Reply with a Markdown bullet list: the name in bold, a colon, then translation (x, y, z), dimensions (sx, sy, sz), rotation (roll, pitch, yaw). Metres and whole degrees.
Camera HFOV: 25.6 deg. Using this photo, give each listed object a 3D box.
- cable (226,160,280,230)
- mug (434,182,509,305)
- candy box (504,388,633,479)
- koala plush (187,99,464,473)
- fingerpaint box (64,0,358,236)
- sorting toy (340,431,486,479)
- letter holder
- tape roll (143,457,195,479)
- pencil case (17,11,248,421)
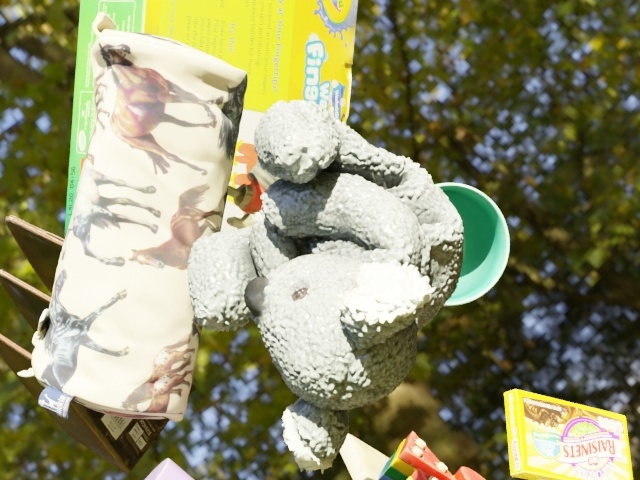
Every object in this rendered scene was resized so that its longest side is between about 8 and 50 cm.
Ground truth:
- **cable**: translation (0.000, 0.000, 1.595), dimensions (0.072, 0.139, 0.287), rotation (-46, -45, 14)
- **mug**: translation (0.113, 0.011, 1.501), dimensions (0.158, 0.129, 0.097), rotation (-25, 4, -12)
- **candy box**: translation (0.308, 0.252, 1.735), dimensions (0.206, 0.105, 0.027), rotation (16, -27, -36)
- **koala plush**: translation (0.018, 0.043, 1.034), dimensions (0.203, 0.221, 0.196), rotation (22, -62, -14)
- **fingerpaint box**: translation (-0.141, -0.212, 1.917), dimensions (0.371, 0.163, 0.444), rotation (-1, -82, -42)
- **sorting toy**: translation (0.174, 0.371, 1.926), dimensions (0.257, 0.255, 0.089), rotation (34, -78, -26)
- **letter holder**: translation (-0.324, 0.130, 1.791), dimensions (0.152, 0.214, 0.302), rotation (-53, -29, -21)
- **tape roll**: translation (-0.184, 0.316, 1.410), dimensions (0.189, 0.080, 0.189), rotation (-48, 2, 3)
- **pencil case**: translation (-0.193, -0.019, 1.464), dimensions (0.160, 0.184, 0.410), rotation (-94, 16, -83)
